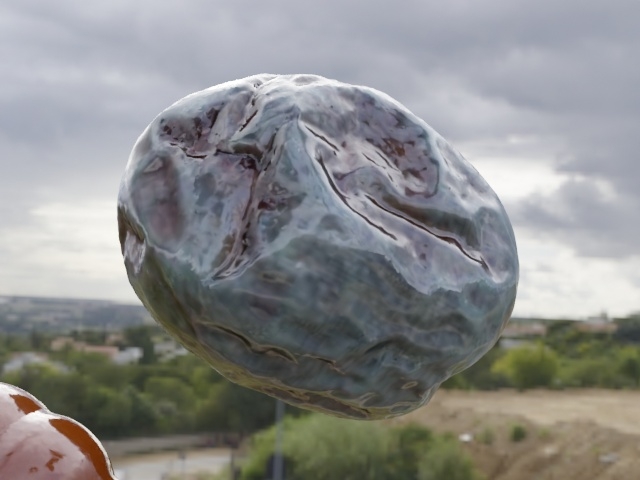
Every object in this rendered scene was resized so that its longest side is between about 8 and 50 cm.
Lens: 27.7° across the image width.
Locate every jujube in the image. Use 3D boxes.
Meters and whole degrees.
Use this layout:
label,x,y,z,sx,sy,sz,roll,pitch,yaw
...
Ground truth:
label,x,y,z,sx,sy,sz,roll,pitch,yaw
jujube,-0.006,0.006,0.966,0.308,0.246,0.215,31,-43,-28

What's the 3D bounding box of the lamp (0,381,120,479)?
label,x,y,z,sx,sy,sz,roll,pitch,yaw
lamp,-0.200,0.185,0.709,0.223,0.223,0.196,2,8,17
